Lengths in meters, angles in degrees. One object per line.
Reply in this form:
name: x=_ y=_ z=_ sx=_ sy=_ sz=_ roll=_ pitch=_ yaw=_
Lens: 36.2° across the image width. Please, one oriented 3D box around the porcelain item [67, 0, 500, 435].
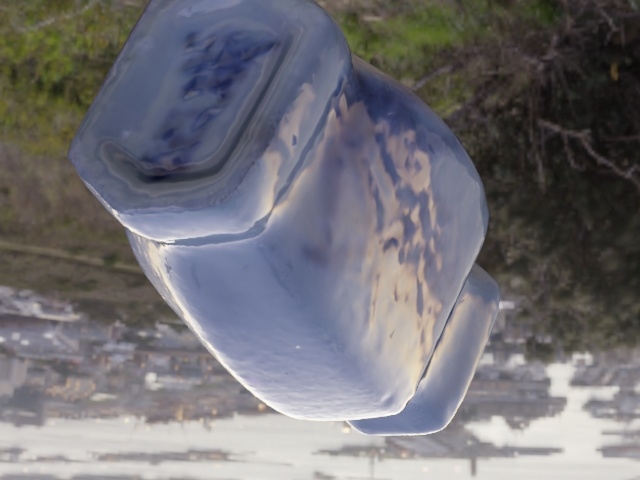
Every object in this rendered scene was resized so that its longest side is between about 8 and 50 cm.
porcelain item: x=0.000 y=0.000 z=0.712 sx=0.178 sy=0.242 sz=0.405 roll=16 pitch=161 yaw=32
